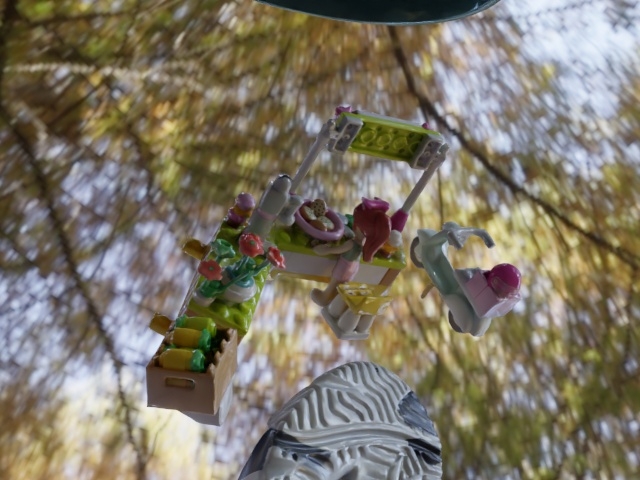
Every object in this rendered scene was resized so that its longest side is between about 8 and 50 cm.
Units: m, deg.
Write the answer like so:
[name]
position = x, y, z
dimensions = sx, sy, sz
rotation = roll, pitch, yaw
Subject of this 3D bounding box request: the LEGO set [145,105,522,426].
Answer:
[LEGO set]
position = 0.000, 0.000, 0.957
dimensions = 0.132, 0.287, 0.107
rotation = 47, -57, 24

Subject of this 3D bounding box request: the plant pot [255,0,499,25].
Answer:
[plant pot]
position = 0.003, -0.295, 1.017
dimensions = 0.293, 0.293, 0.235
rotation = 17, -103, -3

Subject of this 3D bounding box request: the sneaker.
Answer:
[sneaker]
position = -0.038, 0.165, 0.826
dimensions = 0.094, 0.235, 0.153
rotation = 38, -45, -18
